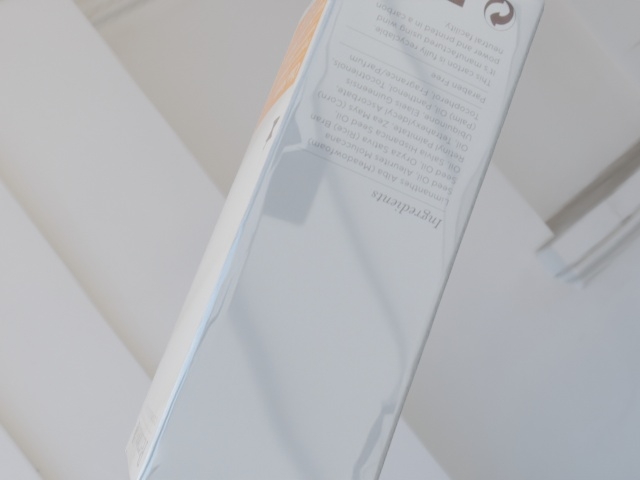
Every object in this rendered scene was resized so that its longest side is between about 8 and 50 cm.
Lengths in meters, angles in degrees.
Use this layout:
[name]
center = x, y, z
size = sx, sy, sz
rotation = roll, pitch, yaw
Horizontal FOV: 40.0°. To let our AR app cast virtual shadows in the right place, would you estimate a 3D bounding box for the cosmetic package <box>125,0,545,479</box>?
[cosmetic package]
center = 0.000, 0.000, 0.727
size = 0.230, 0.162, 0.453
rotation = 156, 136, -75
